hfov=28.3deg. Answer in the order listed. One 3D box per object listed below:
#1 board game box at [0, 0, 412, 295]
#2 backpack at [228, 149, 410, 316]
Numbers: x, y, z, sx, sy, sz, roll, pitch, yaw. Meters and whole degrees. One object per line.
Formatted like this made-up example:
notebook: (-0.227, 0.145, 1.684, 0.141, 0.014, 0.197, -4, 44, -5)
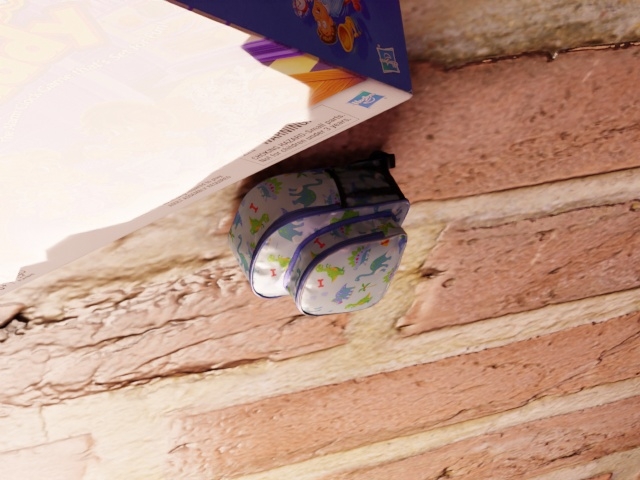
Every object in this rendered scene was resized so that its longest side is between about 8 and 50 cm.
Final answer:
board game box: (-0.167, -0.064, 0.578, 0.347, 0.078, 0.233, -23, 155, 38)
backpack: (0.000, 0.000, 0.893, 0.114, 0.084, 0.105, -6, 140, -25)
